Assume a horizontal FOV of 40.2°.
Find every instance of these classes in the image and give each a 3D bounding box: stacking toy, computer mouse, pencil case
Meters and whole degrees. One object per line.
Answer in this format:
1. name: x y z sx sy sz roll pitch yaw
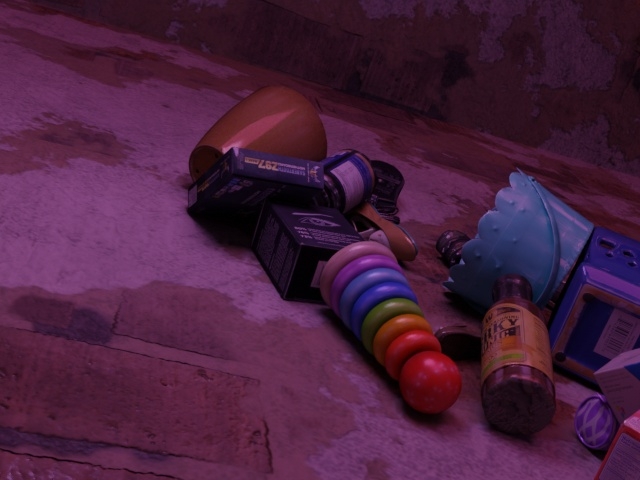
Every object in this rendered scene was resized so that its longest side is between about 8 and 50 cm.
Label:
1. stacking toy: 0.120 0.138 1.346 0.141 0.141 0.330 7 27 -29
2. computer mouse: 0.118 -0.107 2.086 0.188 0.072 0.272 23 32 6
3. pencil case: 0.490 0.281 1.345 0.206 0.088 0.086 6 32 -28

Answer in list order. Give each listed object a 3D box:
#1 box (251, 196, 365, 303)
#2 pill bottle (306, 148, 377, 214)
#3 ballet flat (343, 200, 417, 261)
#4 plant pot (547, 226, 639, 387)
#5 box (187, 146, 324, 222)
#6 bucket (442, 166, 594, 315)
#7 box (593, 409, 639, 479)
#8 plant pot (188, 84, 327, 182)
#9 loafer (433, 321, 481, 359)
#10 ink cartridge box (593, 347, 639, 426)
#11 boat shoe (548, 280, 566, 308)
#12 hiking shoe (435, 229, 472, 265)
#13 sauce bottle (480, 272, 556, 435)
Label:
1. box: -0.016 0.018 1.558 0.153 0.108 0.207 9 21 -24
2. pill bottle: 0.015 -0.105 1.819 0.123 0.122 0.219 27 35 22
3. ballet flat: 0.120 -0.010 1.839 0.073 0.080 0.232 -20 31 -17
4. plant pot: 0.536 0.141 1.559 0.236 0.236 0.212 26 26 18
5. box: -0.125 -0.097 1.642 0.183 0.059 0.233 7 -18 -28
6. bucket: 0.377 0.024 1.668 0.183 0.281 0.281 32 22 11
7. box: 0.501 0.347 1.085 0.300 0.154 0.142 30 23 31
8. plant pot: -0.150 -0.183 1.845 0.237 0.237 0.254 27 34 22
9. loafer: 0.236 0.168 1.475 0.148 0.056 0.050 14 17 -43
10. ink cartridge box: 0.506 0.263 1.233 0.078 0.134 0.231 -25 85 -34
11. boat shoe: 0.591 0.133 1.812 0.319 0.099 0.116 30 23 30
12. hiking shoe: 0.363 0.047 1.892 0.227 0.086 0.114 7 36 -16
13. sauce bottle: 0.310 0.165 1.400 0.111 0.111 0.344 19 27 0
